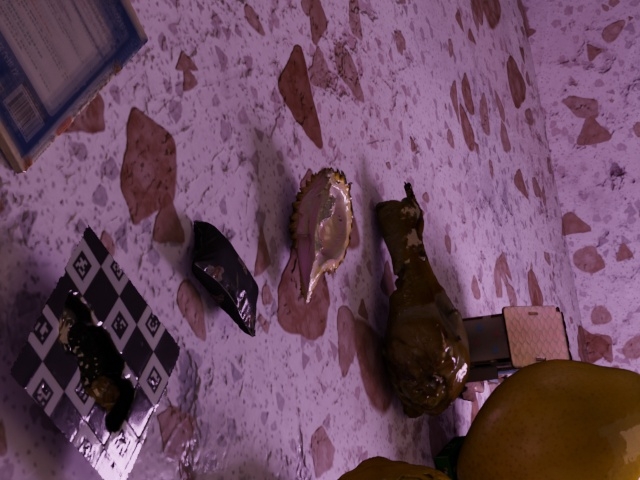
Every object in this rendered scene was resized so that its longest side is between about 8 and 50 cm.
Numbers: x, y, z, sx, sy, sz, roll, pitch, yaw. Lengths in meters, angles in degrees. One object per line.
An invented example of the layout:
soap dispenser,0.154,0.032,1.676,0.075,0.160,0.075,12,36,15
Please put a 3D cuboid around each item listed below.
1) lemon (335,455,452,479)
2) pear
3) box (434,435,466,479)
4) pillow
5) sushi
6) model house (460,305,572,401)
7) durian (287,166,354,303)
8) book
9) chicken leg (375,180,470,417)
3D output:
lemon,0.104,0.449,1.370,0.297,0.297,0.297,35,49,-56
pear,0.466,0.402,1.914,0.362,0.418,0.363,-24,90,-85
box,0.281,0.517,1.990,0.132,0.034,0.235,-20,97,-65
pillow,-0.122,0.048,1.324,0.150,0.048,0.090,56,36,-35
sushi,-0.242,0.124,1.044,0.192,0.050,0.215,-72,147,-40
model house,0.407,0.234,2.126,0.326,0.244,0.169,24,55,-60
durian,-0.012,-0.005,1.552,0.140,0.078,0.224,65,37,-53
book,-0.304,-0.248,1.099,0.228,0.018,0.322,66,28,-28
chicken leg,0.172,0.102,1.834,0.201,0.152,0.430,47,31,-68
